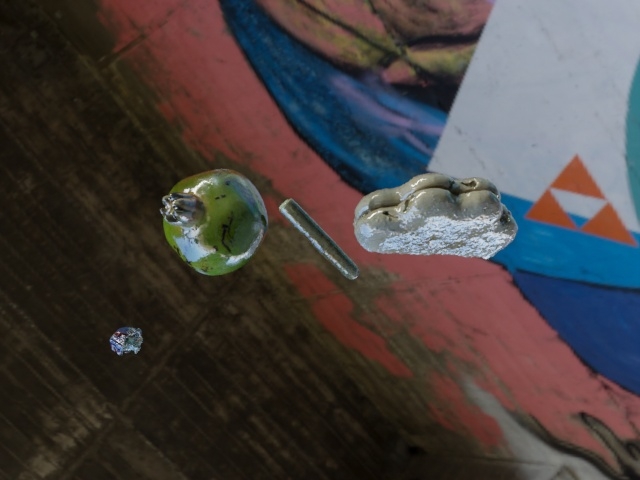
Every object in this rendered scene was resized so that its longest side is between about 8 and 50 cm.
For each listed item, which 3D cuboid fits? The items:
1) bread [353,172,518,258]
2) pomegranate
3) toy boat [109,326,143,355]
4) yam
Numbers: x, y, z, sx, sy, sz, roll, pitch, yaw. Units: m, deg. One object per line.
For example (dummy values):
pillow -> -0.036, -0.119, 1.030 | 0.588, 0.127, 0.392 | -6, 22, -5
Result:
bread -> 0.236, -0.048, 1.650 | 0.337, 0.183, 0.102 | 3, -121, -19
pomegranate -> -0.187, -0.036, 1.406 | 0.209, 0.180, 0.180 | 13, -106, -58
toy boat -> -0.236, 0.126, 1.064 | 0.038, 0.083, 0.038 | 0, -90, 2
yam -> 0.000, 0.000, 0.911 | 0.116, 0.021, 0.021 | 45, -120, -20
